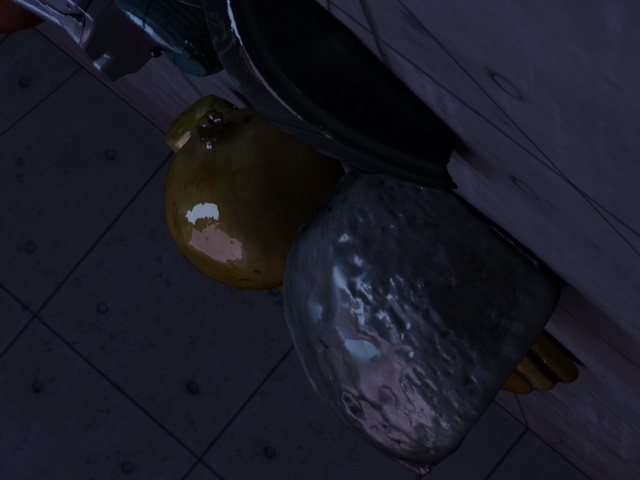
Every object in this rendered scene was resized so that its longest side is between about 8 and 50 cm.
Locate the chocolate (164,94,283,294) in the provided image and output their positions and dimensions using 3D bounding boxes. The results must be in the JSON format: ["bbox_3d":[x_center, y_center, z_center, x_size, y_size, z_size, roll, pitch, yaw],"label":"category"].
[{"bbox_3d":[0.000,0.000,1.902,0.445,0.162,0.162,46,174,-25],"label":"chocolate"}]

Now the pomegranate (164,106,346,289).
[{"bbox_3d":[-0.067,-0.049,1.602,0.196,0.196,0.196,40,177,3],"label":"pomegranate"}]

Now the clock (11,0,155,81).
[{"bbox_3d":[-0.285,-0.275,1.808,0.186,0.083,0.253,40,177,9],"label":"clock"}]

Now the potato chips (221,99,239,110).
[{"bbox_3d":[-0.086,-0.062,2.024,0.167,0.228,0.059,8,-163,39],"label":"potato chips"}]

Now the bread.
[{"bbox_3d":[0.194,0.111,1.766,0.116,0.077,0.200,49,174,-15],"label":"bread"}]

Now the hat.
[{"bbox_3d":[-0.108,-0.173,1.236,0.191,0.078,0.138,38,174,29],"label":"hat"}]

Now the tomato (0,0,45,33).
[{"bbox_3d":[-0.473,-0.375,2.082,0.338,0.144,0.338,42,178,2],"label":"tomato"}]

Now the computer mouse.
[{"bbox_3d":[0.001,-0.096,1.104,0.231,0.071,0.126,41,177,-25],"label":"computer mouse"}]

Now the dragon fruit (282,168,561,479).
[{"bbox_3d":[0.063,0.062,1.411,0.221,0.204,0.283,41,176,-1],"label":"dragon fruit"}]
